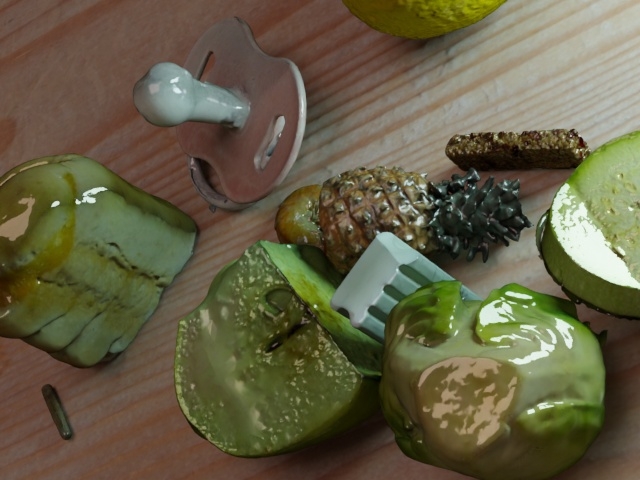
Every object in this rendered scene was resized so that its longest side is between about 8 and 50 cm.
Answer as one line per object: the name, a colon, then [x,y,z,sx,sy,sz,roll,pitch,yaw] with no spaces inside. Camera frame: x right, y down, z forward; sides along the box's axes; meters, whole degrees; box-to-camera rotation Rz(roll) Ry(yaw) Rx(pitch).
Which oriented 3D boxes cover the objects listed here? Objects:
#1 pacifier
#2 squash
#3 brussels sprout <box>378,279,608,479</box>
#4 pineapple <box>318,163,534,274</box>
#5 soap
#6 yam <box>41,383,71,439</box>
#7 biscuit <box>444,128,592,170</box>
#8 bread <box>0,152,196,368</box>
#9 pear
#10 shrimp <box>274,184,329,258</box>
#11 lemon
pacifier: [-0.144,-0.200,1.982,0.220,0.273,0.332,-39,48,-6]
squash: [0.357,-0.015,1.493,0.220,0.133,0.220,-1,51,2]
brussels sprout: [0.195,0.159,1.509,0.259,0.294,0.227,1,95,16]
pineapple: [0.142,-0.037,1.727,0.279,0.158,0.158,-8,62,20]
soap: [0.112,0.081,1.644,0.066,0.198,0.119,36,91,42]
yam: [-0.415,0.270,2.071,0.021,0.021,0.116,-44,47,10]
biscuit: [0.258,-0.117,1.726,0.199,0.064,0.034,0,67,38]
bread: [-0.394,0.017,1.974,0.210,0.341,0.300,31,93,36]
pear: [-0.056,0.173,1.744,0.282,0.176,0.286,-48,63,17]
shrimp: [-0.001,-0.001,1.876,0.115,0.051,0.217,-36,48,15]
lemon: [0.156,-0.412,1.823,0.322,0.268,0.268,-8,62,48]
